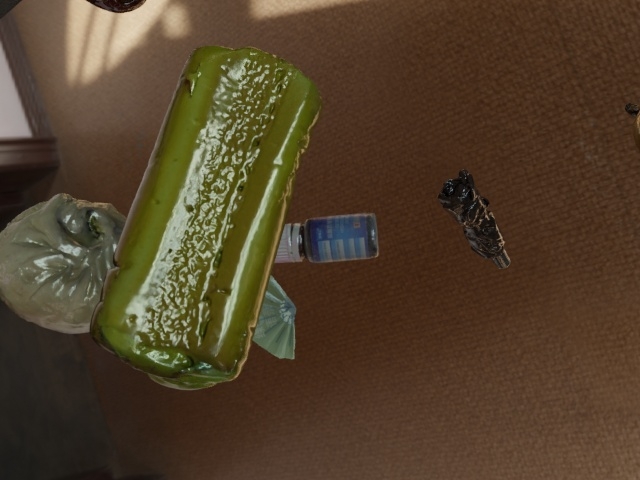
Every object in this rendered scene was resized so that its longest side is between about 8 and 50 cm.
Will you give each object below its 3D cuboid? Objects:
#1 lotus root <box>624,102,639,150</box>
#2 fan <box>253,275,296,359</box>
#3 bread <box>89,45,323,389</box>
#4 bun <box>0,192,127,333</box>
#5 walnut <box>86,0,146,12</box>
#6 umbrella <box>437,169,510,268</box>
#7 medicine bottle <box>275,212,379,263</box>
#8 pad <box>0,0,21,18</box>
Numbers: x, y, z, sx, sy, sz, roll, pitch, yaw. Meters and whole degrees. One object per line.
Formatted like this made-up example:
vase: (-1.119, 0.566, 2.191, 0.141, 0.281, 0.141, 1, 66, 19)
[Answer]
lotus root: (0.454, -0.133, 0.770, 0.118, 0.125, 0.221, -55, 24, 28)
fan: (-0.121, 0.190, 1.559, 0.131, 0.009, 0.240, -17, 98, -1)
bread: (-0.119, -0.031, 0.701, 0.166, 0.112, 0.384, 18, 77, -8)
bun: (-0.542, 0.036, 1.427, 0.211, 0.359, 0.360, -42, 74, 34)
walnut: (-0.464, -0.626, 1.406, 0.269, 0.243, 0.222, 53, 143, 19)
umbrella: (0.260, -0.022, 1.040, 0.066, 0.236, 0.059, -35, 45, 7)
medicine bottle: (0.000, 0.000, 1.117, 0.202, 0.083, 0.084, -7, 97, 8)
pad: (-0.508, -0.338, 0.856, 0.143, 0.212, 0.003, 38, 129, -22)
